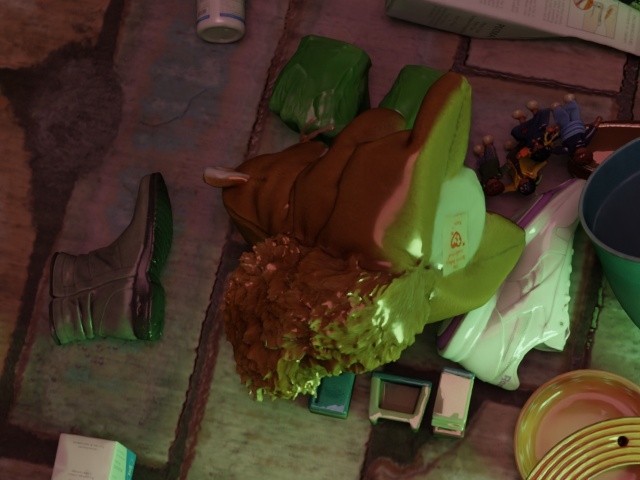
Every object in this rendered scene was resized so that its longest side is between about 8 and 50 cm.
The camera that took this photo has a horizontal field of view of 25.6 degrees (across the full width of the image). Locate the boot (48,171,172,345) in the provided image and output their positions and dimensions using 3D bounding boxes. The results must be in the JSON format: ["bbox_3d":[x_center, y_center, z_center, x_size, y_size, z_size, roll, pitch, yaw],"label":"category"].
[{"bbox_3d":[-0.292,0.022,1.921,0.161,0.083,0.246,1,72,10],"label":"boot"}]

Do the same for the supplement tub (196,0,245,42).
[{"bbox_3d":[-0.143,-0.343,2.017,0.071,0.071,0.107,-1,74,4],"label":"supplement tub"}]

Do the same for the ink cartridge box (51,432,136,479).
[{"bbox_3d":[-0.303,0.371,1.788,0.078,0.134,0.231,8,75,6],"label":"ink cartridge box"}]

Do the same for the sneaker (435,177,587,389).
[{"bbox_3d":[0.283,0.058,1.866,0.152,0.114,0.305,36,81,-4],"label":"sneaker"}]

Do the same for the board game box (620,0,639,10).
[{"bbox_3d":[0.482,-0.385,1.976,0.170,0.048,0.141,26,75,-6],"label":"board game box"}]

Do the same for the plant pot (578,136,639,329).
[{"bbox_3d":[0.482,0.031,1.741,0.272,0.255,0.271,-16,35,12],"label":"plant pot"}]

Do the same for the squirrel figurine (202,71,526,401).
[{"bbox_3d":[0.000,0.000,1.760,0.370,0.281,0.397,9,56,38],"label":"squirrel figurine"}]

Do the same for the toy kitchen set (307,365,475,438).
[{"bbox_3d":[0.092,0.168,1.801,0.207,0.166,0.122,10,75,7],"label":"toy kitchen set"}]

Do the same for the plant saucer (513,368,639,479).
[{"bbox_3d":[0.349,0.267,1.822,0.200,0.037,0.200,-1,73,4],"label":"plant saucer"}]

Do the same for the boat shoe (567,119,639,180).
[{"bbox_3d":[0.495,-0.107,1.877,0.324,0.120,0.122,10,74,7],"label":"boat shoe"}]

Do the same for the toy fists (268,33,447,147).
[{"bbox_3d":[0.066,-0.176,1.944,0.279,0.096,0.142,19,66,11],"label":"toy fists"}]

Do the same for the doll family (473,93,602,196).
[{"bbox_3d":[0.289,-0.117,1.890,0.076,0.193,0.111,25,38,-29],"label":"doll family"}]

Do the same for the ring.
[{"bbox_3d":[0.395,0.387,1.758,0.336,0.032,0.336,0,85,-3],"label":"ring"}]

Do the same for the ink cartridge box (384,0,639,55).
[{"bbox_3d":[0.305,-0.430,2.023,0.385,0.091,0.308,14,74,-10],"label":"ink cartridge box"}]
